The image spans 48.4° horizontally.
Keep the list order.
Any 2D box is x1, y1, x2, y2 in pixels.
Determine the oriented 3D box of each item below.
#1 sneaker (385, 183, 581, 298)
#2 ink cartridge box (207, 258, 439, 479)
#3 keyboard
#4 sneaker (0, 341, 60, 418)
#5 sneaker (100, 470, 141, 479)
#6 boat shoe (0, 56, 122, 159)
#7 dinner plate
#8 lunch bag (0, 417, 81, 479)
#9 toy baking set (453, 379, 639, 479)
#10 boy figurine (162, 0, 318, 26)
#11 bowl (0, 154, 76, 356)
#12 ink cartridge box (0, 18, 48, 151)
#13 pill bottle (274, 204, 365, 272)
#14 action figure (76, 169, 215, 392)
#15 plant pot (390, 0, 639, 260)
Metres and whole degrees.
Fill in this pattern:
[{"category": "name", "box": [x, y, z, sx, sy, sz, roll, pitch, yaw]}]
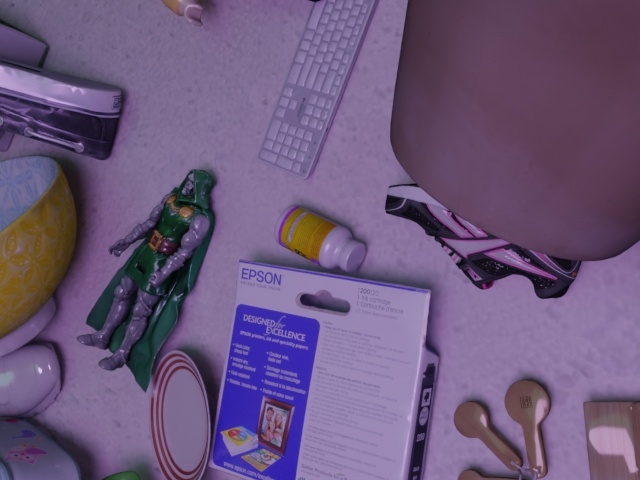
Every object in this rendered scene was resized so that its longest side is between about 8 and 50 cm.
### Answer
[{"category": "sneaker", "box": [0.127, 0.000, 0.586, 0.178, 0.072, 0.077, 20, 105, 36]}, {"category": "ink cartridge box", "box": [0.001, 0.132, 0.653, 0.207, 0.045, 0.208, 8, 90, 31]}, {"category": "keyboard", "box": [0.006, -0.189, 0.706, 0.072, 0.014, 0.255, 24, 96, 30]}, {"category": "sneaker", "box": [-0.413, 0.180, 0.858, 0.235, 0.095, 0.090, -21, 73, 25]}, {"category": "sneaker", "box": [-0.110, 0.323, 0.632, 0.344, 0.134, 0.146, 15, 104, 30]}, {"category": "boat shoe", "box": [-0.385, -0.160, 0.818, 0.302, 0.108, 0.102, 12, 105, -9]}, {"category": "dinner plate", "box": [-0.140, 0.182, 0.724, 0.141, 0.017, 0.141, -8, 81, 54]}, {"category": "lunch bag", "box": [-0.361, 0.340, 0.770, 0.224, 0.108, 0.278, 11, 90, 49]}, {"category": "toy baking set", "box": [0.176, 0.229, 0.556, 0.197, 0.030, 0.256, 21, 95, 33]}, {"category": "boy figurine", "box": [-0.120, -0.310, 0.742, 0.285, 0.092, 0.177, 17, 90, 33]}, {"category": "bowl", "box": [-0.392, 0.043, 0.806, 0.290, 0.289, 0.156, -2, 126, 30]}, {"category": "ink cartridge box", "box": [-0.487, -0.237, 0.947, 0.219, 0.093, 0.160, 31, 100, 29]}, {"category": "pill bottle", "box": [0.000, 0.000, 0.670, 0.083, 0.043, 0.043, 27, 98, 30]}, {"category": "action figure", "box": [-0.178, 0.026, 0.762, 0.137, 0.063, 0.232, 34, 97, 33]}, {"category": "plant pot", "box": [0.183, -0.152, 0.451, 0.323, 0.323, 0.280, 41, 128, 27]}]
